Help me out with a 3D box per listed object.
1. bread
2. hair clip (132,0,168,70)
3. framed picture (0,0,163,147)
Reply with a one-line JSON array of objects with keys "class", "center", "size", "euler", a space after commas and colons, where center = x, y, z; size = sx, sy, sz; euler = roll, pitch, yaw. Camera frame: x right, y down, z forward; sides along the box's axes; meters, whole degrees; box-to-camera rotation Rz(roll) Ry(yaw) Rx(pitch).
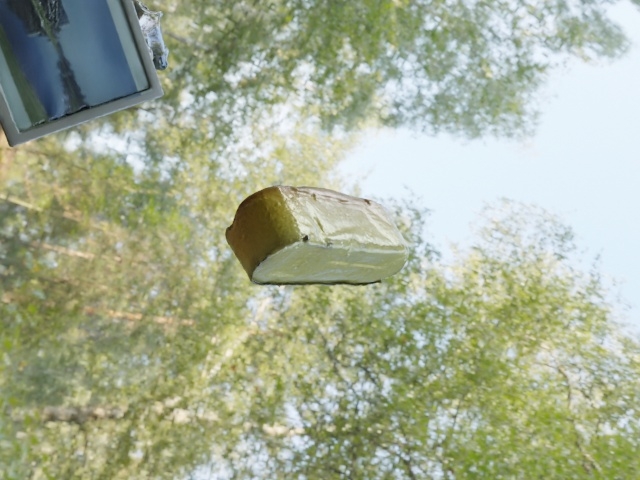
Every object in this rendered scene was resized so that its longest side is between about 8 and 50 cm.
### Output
[{"class": "bread", "center": [0.000, 0.000, 0.902], "size": [0.102, 0.245, 0.094], "euler": [-48, -122, 30]}, {"class": "hair clip", "center": [-0.325, -0.215, 0.760], "size": [0.110, 0.358, 0.096], "euler": [114, -24, -55]}, {"class": "framed picture", "center": [-0.172, -0.147, 0.501], "size": [0.011, 0.109, 0.149], "euler": [17, -52, 57]}]
